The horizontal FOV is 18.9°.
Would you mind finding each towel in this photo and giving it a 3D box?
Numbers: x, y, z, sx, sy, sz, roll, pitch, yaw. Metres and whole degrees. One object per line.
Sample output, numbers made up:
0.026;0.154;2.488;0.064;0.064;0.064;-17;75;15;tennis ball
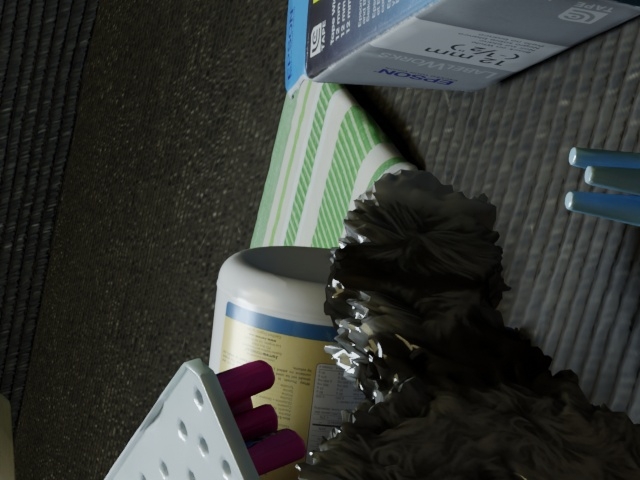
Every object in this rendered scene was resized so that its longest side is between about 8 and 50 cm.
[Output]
0.000;0.000;1.506;0.325;0.038;0.248;-119;40;-67;towel

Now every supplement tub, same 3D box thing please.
-0.003;0.113;1.239;0.144;0.144;0.199;-137;52;-71;supplement tub

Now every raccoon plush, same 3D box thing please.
0.073;0.205;0.894;0.446;0.216;0.299;-79;1;-60;raccoon plush

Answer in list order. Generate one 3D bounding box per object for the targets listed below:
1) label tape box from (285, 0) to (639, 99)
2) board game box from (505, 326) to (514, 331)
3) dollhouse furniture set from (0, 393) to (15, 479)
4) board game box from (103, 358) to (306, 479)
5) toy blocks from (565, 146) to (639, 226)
0.082;-0.228;1.161;0.348;0.115;0.249;158;118;-72;label tape box
0.074;0.181;1.102;0.194;0.060;0.194;-101;25;-50;board game box
-0.228;0.325;1.469;0.256;0.394;0.362;-44;20;6;dollhouse furniture set
-0.032;0.305;1.157;0.390;0.050;0.390;65;154;16;board game box
0.167;0.008;0.685;0.123;0.148;0.054;-103;25;-53;toy blocks
